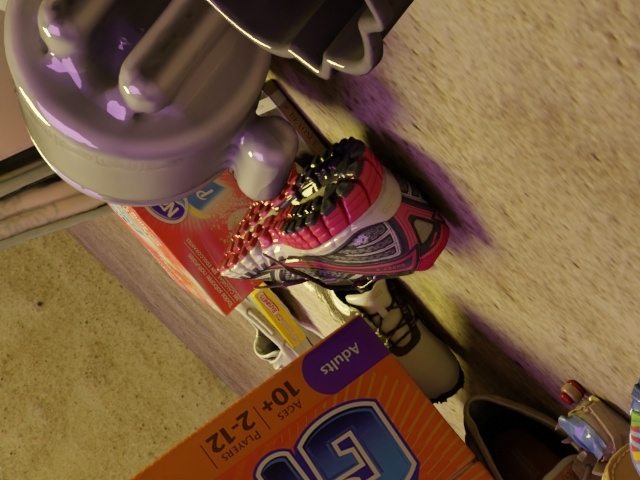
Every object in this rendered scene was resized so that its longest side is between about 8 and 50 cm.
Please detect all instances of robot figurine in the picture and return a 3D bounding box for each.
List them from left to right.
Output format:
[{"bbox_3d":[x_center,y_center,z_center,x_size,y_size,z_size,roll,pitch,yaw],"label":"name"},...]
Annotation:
[{"bbox_3d":[-0.145,-0.140,1.231,0.300,0.200,0.353,40,169,2],"label":"robot figurine"}]

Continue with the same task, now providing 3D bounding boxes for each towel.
[{"bbox_3d":[-0.371,-0.075,1.900,0.320,0.374,0.090,24,131,65],"label":"towel"},{"bbox_3d":[-0.007,0.065,1.824,0.282,0.049,0.187,38,167,35],"label":"towel"}]

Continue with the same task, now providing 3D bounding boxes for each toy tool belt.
[{"bbox_3d":[0.223,0.159,1.301,0.083,0.051,0.052,39,166,34],"label":"toy tool belt"}]

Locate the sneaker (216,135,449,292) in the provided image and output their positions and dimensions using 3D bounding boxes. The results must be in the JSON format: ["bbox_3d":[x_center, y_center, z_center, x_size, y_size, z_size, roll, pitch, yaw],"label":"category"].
[{"bbox_3d":[0.000,0.000,1.341,0.112,0.121,0.299,34,165,-17],"label":"sneaker"}]

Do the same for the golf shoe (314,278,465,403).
[{"bbox_3d":[0.065,0.087,1.570,0.198,0.077,0.094,42,167,18],"label":"golf shoe"}]

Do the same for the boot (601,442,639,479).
[{"bbox_3d":[0.289,0.184,1.037,0.262,0.095,0.203,36,165,37],"label":"boot"}]

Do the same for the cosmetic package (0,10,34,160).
[{"bbox_3d":[-0.530,-0.233,1.818,0.394,0.329,0.327,21,135,65],"label":"cosmetic package"}]

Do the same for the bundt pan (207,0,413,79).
[{"bbox_3d":[-0.046,-0.239,0.728,0.331,0.124,0.331,43,168,12],"label":"bundt pan"}]

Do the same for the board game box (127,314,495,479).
[{"bbox_3d":[0.008,0.358,1.514,0.356,0.356,0.356,51,169,18],"label":"board game box"}]

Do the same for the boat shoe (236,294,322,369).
[{"bbox_3d":[-0.055,0.135,2.145,0.095,0.084,0.258,31,161,52],"label":"boat shoe"}]

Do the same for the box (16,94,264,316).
[{"bbox_3d":[-0.164,-0.083,1.644,0.300,0.142,0.154,52,168,-24],"label":"box"}]

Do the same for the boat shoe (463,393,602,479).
[{"bbox_3d":[0.232,0.246,1.418,0.302,0.113,0.103,36,170,46],"label":"boat shoe"}]

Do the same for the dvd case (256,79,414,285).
[{"bbox_3d":[-0.016,-0.048,1.454,0.221,0.018,0.164,50,156,-13],"label":"dvd case"}]

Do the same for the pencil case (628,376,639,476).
[{"bbox_3d":[0.270,0.105,0.766,0.133,0.119,0.306,19,177,-20],"label":"pencil case"}]

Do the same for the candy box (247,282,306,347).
[{"bbox_3d":[-0.095,0.049,1.919,0.206,0.027,0.105,41,168,52],"label":"candy box"}]
